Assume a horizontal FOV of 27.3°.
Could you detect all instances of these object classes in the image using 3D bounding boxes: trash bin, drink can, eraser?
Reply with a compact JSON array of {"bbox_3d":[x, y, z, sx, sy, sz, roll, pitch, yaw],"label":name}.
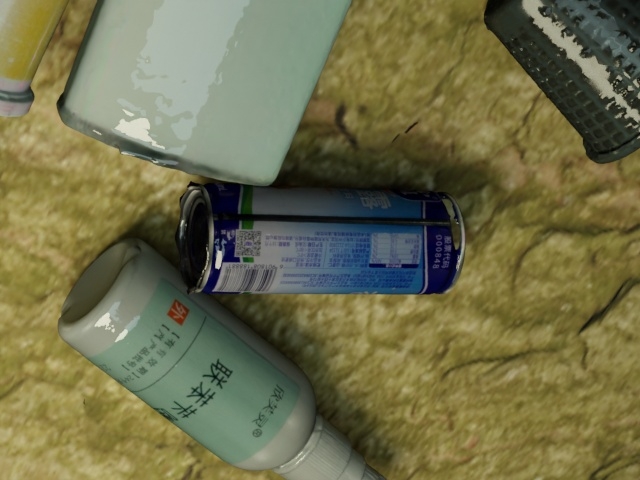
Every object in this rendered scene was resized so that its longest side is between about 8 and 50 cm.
[{"bbox_3d":[0.228,-0.181,1.092,0.161,0.175,0.175,40,101,-11],"label":"trash bin"},{"bbox_3d":[0.000,0.000,1.130,0.235,0.097,0.097,0,113,-21],"label":"drink can"},{"bbox_3d":[-0.072,-0.199,1.043,0.189,0.104,0.290,20,107,-16],"label":"eraser"}]

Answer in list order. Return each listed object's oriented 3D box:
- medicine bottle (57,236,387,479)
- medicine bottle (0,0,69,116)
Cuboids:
[{"bbox_3d":[-0.071,0.142,1.185,0.110,0.110,0.352,-45,114,9],"label":"medicine bottle"},{"bbox_3d":[-0.176,-0.301,0.974,0.108,0.108,0.426,24,106,-20],"label":"medicine bottle"}]
